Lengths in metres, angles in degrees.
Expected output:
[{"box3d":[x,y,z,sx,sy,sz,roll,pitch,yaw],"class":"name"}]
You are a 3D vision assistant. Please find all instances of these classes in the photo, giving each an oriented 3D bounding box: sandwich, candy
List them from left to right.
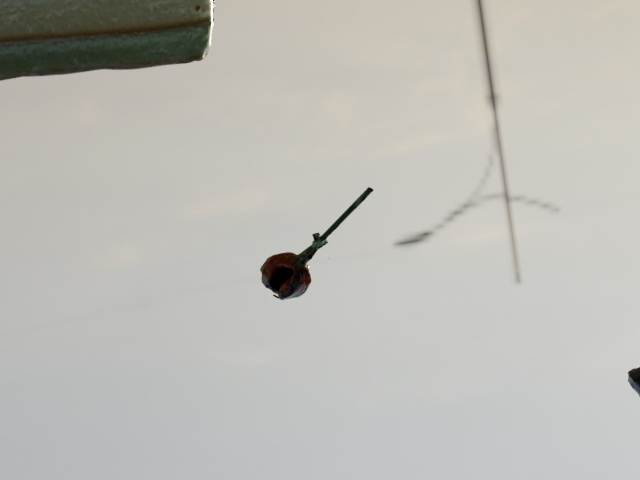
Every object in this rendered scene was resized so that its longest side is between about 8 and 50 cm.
[{"box3d":[-0.148,-0.129,0.994,0.113,0.079,0.163,15,-155,24],"class":"sandwich"},{"box3d":[0.000,0.000,1.884,0.184,0.056,0.049,-46,-161,34],"class":"candy"}]

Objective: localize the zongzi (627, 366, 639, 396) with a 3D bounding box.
[{"box3d":[0.595,0.274,2.158,0.319,0.362,0.383,-26,-144,11],"class":"zongzi"}]
